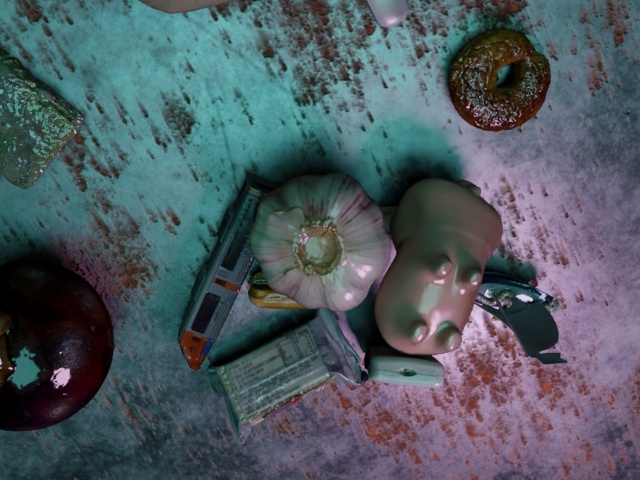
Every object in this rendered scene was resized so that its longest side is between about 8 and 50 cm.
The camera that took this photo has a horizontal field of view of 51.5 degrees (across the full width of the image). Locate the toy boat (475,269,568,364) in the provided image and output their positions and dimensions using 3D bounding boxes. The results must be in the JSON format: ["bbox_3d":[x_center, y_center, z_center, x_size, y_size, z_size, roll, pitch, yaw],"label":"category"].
[{"bbox_3d":[0.381,0.142,1.255,0.220,0.291,0.067,11,110,-10],"label":"toy boat"}]

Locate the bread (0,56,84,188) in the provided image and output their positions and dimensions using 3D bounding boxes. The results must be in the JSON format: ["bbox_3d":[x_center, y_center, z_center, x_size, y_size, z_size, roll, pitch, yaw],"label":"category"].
[{"bbox_3d":[-0.498,-0.194,1.150,0.172,0.064,0.232,0,115,-3],"label":"bread"}]

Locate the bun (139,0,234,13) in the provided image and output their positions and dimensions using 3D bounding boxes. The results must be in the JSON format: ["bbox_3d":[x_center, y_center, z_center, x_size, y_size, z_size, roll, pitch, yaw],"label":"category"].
[{"bbox_3d":[-0.190,-0.513,0.954,0.364,0.219,0.366,-3,116,-7],"label":"bun"}]

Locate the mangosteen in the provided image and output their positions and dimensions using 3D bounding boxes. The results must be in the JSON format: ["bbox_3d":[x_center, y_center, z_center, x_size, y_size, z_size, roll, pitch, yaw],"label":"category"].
[{"bbox_3d":[-0.541,0.192,1.164,0.305,0.359,0.306,5,101,26],"label":"mangosteen"}]

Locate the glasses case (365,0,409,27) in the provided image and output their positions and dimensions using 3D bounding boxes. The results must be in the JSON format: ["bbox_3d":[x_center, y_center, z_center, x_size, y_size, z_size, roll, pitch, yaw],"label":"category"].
[{"bbox_3d":[0.092,-0.437,1.109,0.063,0.041,0.164,-29,114,9],"label":"glasses case"}]

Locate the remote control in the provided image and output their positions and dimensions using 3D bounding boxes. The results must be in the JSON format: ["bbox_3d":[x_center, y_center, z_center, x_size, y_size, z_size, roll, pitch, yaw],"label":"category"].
[{"bbox_3d":[0.154,0.240,1.286,0.140,0.296,0.056,7,85,3],"label":"remote control"}]

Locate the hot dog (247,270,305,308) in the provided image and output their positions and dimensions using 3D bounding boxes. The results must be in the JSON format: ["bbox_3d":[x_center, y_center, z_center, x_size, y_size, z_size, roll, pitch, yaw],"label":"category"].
[{"bbox_3d":[-0.027,0.099,1.309,0.235,0.092,0.062,3,131,-4],"label":"hot dog"}]

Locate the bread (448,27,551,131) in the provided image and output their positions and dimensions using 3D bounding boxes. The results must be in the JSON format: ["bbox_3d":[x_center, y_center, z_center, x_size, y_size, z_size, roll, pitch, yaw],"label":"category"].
[{"bbox_3d":[0.321,-0.282,1.189,0.193,0.064,0.194,-2,111,-6],"label":"bread"}]

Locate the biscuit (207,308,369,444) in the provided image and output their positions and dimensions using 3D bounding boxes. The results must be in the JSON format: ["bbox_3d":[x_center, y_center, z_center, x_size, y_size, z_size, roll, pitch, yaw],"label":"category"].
[{"bbox_3d":[-0.074,0.271,1.353,0.309,0.079,0.186,-30,74,6],"label":"biscuit"}]

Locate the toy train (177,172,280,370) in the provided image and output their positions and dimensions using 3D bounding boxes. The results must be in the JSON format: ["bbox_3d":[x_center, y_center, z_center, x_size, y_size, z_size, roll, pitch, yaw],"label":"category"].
[{"bbox_3d":[-0.190,0.068,1.281,0.089,0.086,0.410,23,110,-14],"label":"toy train"}]

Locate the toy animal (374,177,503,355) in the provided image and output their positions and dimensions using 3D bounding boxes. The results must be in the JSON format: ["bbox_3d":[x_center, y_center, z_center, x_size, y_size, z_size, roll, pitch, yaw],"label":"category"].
[{"bbox_3d":[0.205,0.045,1.202,0.236,0.269,0.327,23,96,-19],"label":"toy animal"}]

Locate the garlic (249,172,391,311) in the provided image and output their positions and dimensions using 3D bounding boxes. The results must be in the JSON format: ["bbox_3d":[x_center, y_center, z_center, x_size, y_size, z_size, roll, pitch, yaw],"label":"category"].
[{"bbox_3d":[0.000,0.000,1.187,0.244,0.253,0.245,0,97,1],"label":"garlic"}]
